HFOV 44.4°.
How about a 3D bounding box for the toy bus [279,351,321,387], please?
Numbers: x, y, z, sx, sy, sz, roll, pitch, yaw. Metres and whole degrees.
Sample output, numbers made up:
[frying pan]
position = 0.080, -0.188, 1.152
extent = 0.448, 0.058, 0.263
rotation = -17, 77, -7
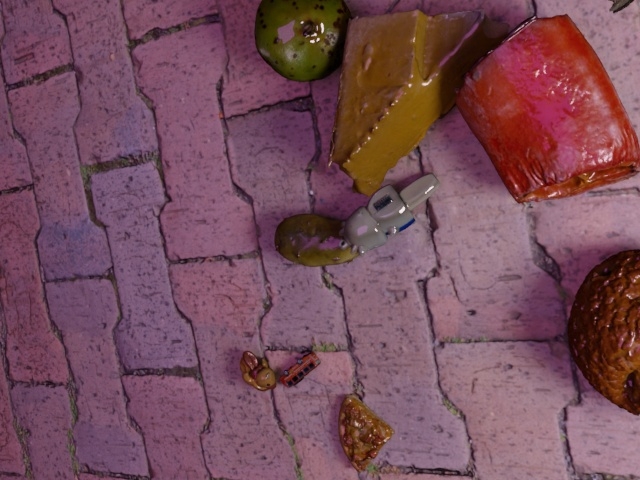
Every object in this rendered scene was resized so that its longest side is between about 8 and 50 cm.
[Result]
[toy bus]
position = -0.048, 0.302, 1.829
extent = 0.110, 0.031, 0.043
rotation = -43, 81, 28

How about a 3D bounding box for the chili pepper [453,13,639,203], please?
[chili pepper]
position = 0.392, -0.210, 1.373
extent = 0.251, 0.229, 0.306
rotation = -28, 81, 22

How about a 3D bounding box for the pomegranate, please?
[pomegranate]
position = -0.041, -0.440, 1.644
extent = 0.263, 0.210, 0.211
rotation = -136, 51, -71

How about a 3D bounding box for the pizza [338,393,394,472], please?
[pizza]
position = 0.095, 0.427, 1.748
extent = 0.134, 0.046, 0.175
rotation = -19, 86, 33

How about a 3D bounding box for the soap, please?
[soap]
position = 0.185, -0.253, 1.495
extent = 0.304, 0.169, 0.339
rotation = 5, 86, 37

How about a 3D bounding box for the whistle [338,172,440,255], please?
[whistle]
position = 0.139, -0.054, 1.609
extent = 0.244, 0.092, 0.110
rotation = -36, 51, 4

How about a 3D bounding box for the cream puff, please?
[cream puff]
position = 0.566, 0.165, 1.322
extent = 0.302, 0.212, 0.303
rotation = 4, 100, 26

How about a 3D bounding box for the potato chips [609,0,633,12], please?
[potato chips]
position = 0.500, -0.483, 1.280
extent = 0.142, 0.026, 0.209
rotation = 1, 98, 39

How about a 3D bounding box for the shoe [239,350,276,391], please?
[shoe]
position = -0.155, 0.314, 1.870
extent = 0.109, 0.072, 0.069
rotation = 55, 154, 40

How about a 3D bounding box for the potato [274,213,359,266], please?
[potato]
position = 0.000, 0.000, 1.723
extent = 0.225, 0.090, 0.118
rotation = 3, 92, 25
